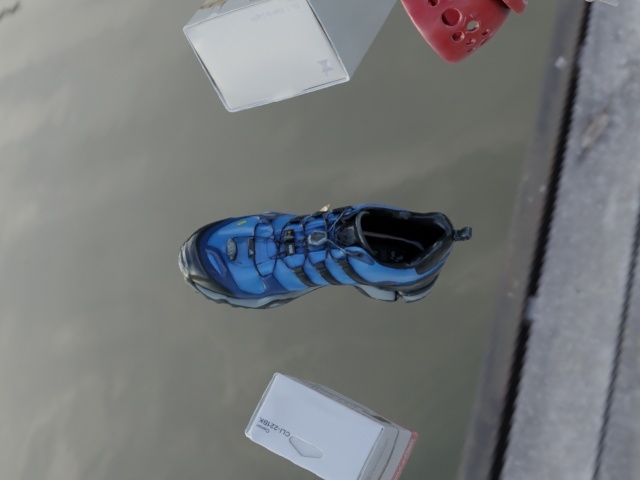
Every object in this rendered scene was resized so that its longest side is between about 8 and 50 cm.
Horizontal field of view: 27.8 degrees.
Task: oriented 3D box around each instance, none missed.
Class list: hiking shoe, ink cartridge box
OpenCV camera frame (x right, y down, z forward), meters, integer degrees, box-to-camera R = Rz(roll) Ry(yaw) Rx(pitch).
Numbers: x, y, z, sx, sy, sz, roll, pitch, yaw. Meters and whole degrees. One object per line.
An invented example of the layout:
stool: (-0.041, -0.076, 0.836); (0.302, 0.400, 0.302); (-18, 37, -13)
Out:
hiking shoe: (0.000, 0.000, 1.399); (0.132, 0.304, 0.113); (121, 143, -59)
ink cartridge box: (0.024, 0.310, 2.061); (0.197, 0.273, 0.114); (25, 88, 18)

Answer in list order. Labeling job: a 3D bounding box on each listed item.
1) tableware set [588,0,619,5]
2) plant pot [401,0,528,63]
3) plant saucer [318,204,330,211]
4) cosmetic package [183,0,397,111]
tableware set: (0.309, -0.352, 1.573); (0.154, 0.024, 0.104); (21, 102, 16)
plant pot: (0.248, -0.430, 2.234); (0.174, 0.191, 0.191); (-35, 43, 21)
plant saucer: (-0.011, -0.024, 2.058); (0.083, 0.015, 0.083); (-43, 8, 7)
cosmetic package: (-0.006, -0.282, 1.424); (0.160, 0.113, 0.309); (-11, 32, 31)
